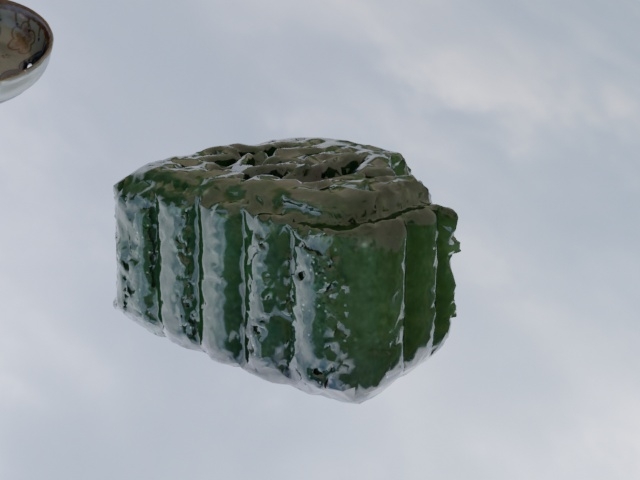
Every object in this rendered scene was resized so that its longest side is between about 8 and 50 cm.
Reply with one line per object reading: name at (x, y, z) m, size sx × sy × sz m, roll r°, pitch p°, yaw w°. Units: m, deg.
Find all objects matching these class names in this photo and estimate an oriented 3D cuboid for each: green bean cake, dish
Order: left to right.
dish at (-0.304, -0.146, 0.864) m, size 0.141 × 0.078 × 0.141 m, roll 5°, pitch -137°, yaw -5°
green bean cake at (0.000, 0.000, 0.931) m, size 0.300 × 0.169 × 0.308 m, roll 13°, pitch -161°, yaw 34°
